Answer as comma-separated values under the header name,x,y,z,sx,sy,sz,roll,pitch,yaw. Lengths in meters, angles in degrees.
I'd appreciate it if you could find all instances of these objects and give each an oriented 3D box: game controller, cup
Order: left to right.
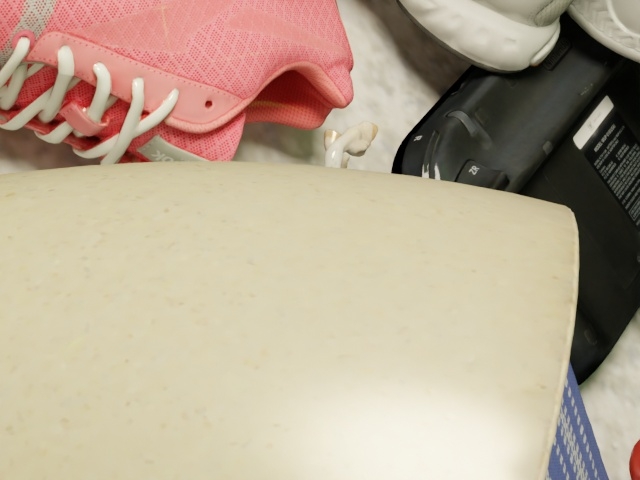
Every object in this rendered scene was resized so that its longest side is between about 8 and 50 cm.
name,x,y,z,sx,sy,sz,roll,pitch,yaw
cup,-0.083,0.106,0.592,0.237,0.331,0.331,20,50,-1
game controller,0.154,-0.051,1.049,0.319,0.067,0.166,-47,113,-45

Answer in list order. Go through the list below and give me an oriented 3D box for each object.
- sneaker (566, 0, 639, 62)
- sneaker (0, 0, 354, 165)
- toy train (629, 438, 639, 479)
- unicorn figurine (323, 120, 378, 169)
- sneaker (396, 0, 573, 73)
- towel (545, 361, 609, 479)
name,x,y,z,sx,sy,sz,roll,pitch,yaw
sneaker,0.174,-0.194,1.050,0.256,0.094,0.151,36,41,24
sneaker,-0.092,-0.086,0.808,0.314,0.116,0.136,-18,79,-45
toy train,0.244,0.195,0.889,0.105,0.143,0.248,39,41,-48
unicorn figurine,0.000,0.000,0.871,0.162,0.060,0.111,41,56,-22
sneaker,0.035,-0.202,0.956,0.262,0.121,0.099,27,40,-10
towel,0.072,0.208,0.745,0.336,0.040,0.243,-71,150,-41
